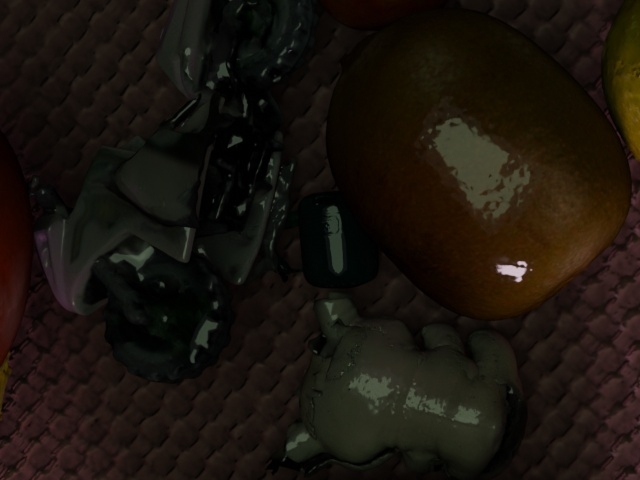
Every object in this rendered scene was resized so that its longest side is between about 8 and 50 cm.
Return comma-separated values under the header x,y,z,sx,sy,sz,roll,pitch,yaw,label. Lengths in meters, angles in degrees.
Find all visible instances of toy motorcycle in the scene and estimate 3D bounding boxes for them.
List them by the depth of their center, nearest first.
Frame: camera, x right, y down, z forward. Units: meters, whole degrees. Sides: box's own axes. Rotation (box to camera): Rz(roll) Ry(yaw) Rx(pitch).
x,y,z,sx,sy,sz,roll,pitch,yaw,label
-0.118,-0.061,1.190,0.188,0.143,0.327,13,84,31,toy motorcycle

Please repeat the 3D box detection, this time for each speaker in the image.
x,y,z,sx,sy,sz,roll,pitch,yaw,label
0.001,0.000,1.225,0.094,0.060,0.075,-1,94,44,speaker

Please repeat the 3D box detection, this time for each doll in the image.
x,y,z,sx,sy,sz,roll,pitch,yaw,label
0.063,0.125,1.199,0.192,0.095,0.149,10,98,5,doll

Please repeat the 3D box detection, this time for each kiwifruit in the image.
x,y,z,sx,sy,sz,roll,pitch,yaw,label
0.107,-0.060,1.129,0.234,0.196,0.196,43,99,6,kiwifruit

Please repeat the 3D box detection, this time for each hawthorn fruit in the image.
x,y,z,sx,sy,sz,roll,pitch,yaw,label
0.053,-0.214,1.166,0.125,0.140,0.125,-6,106,-22,hawthorn fruit

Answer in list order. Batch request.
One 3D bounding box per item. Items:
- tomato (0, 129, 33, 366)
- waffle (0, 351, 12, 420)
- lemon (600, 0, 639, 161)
x,y,z,sx,sy,sz,roll,pitch,yaw,label
-0.360,0.003,1.124,0.321,0.321,0.322,1,94,9,tomato
-0.341,0.135,1.280,0.160,0.055,0.211,13,96,8,waffle
0.290,-0.112,1.108,0.173,0.173,0.206,-33,103,10,lemon
